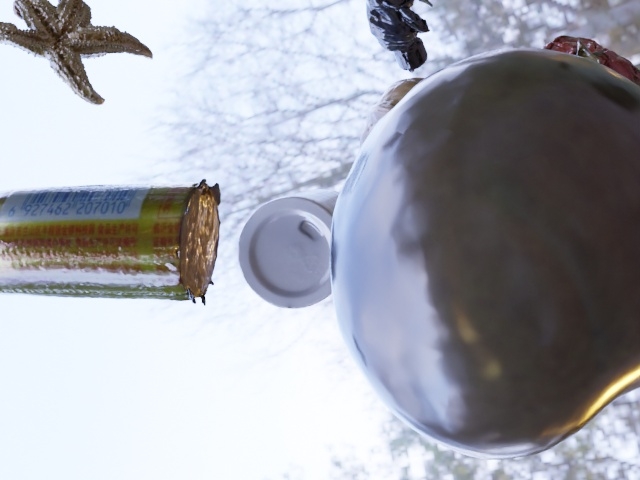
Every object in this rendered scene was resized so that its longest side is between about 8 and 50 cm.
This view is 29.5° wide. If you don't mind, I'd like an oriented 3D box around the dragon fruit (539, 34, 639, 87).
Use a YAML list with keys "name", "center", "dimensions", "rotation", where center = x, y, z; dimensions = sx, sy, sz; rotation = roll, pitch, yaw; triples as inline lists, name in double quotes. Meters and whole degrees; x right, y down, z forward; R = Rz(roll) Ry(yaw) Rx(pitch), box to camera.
- name: "dragon fruit"
  center: [0.460, -0.215, 2.171]
  dimensions: [0.342, 0.277, 0.277]
  rotation: [70, -154, -51]

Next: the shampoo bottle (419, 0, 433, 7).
- name: "shampoo bottle"
  center: [0.101, -0.362, 1.709]
  dimensions: [0.056, 0.056, 0.195]
  rotation: [51, 177, -29]

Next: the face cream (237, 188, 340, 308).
- name: "face cream"
  center: [0.000, 0.000, 1.690]
  dimensions: [0.369, 0.145, 0.145]
  rotation: [-22, -85, -77]

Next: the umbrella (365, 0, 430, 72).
- name: "umbrella"
  center: [0.059, -0.278, 1.339]
  dimensions: [0.071, 0.080, 0.224]
  rotation: [-37, -51, -8]

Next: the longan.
- name: "longan"
  center: [0.122, 0.011, 0.732]
  dimensions: [0.248, 0.248, 0.248]
  rotation: [26, -123, -46]

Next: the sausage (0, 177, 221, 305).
- name: "sausage"
  center: [-0.258, 0.006, 1.246]
  dimensions: [0.117, 0.317, 0.125]
  rotation: [10, -100, -72]

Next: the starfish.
- name: "starfish"
  center: [-0.348, -0.277, 1.681]
  dimensions: [0.071, 0.216, 0.238]
  rotation: [91, 161, -56]

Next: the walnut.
- name: "walnut"
  center: [0.136, -0.134, 1.599]
  dimensions: [0.149, 0.166, 0.166]
  rotation: [64, -160, -74]
